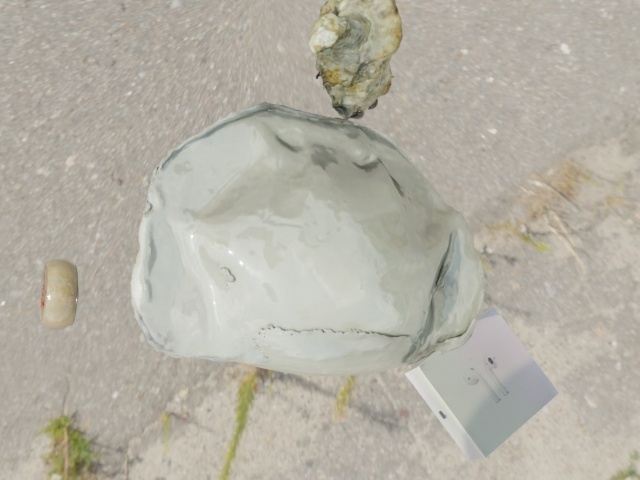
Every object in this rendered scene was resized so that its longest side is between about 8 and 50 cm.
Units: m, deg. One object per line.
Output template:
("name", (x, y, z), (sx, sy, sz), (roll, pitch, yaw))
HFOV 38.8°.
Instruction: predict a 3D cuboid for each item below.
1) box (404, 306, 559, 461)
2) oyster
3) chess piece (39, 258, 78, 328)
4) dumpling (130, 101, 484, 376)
("box", (0.192, 0.171, 1.085), (0.130, 0.051, 0.129), (-34, 85, -25))
("oyster", (0.043, -0.203, 0.978), (0.081, 0.191, 0.163), (18, 114, 29))
("chess piece", (-0.313, 0.064, 1.086), (0.038, 0.084, 0.083), (2, 107, -24))
("dumpling", (0.004, 0.000, 0.874), (0.341, 0.181, 0.260), (1, 84, -3))
